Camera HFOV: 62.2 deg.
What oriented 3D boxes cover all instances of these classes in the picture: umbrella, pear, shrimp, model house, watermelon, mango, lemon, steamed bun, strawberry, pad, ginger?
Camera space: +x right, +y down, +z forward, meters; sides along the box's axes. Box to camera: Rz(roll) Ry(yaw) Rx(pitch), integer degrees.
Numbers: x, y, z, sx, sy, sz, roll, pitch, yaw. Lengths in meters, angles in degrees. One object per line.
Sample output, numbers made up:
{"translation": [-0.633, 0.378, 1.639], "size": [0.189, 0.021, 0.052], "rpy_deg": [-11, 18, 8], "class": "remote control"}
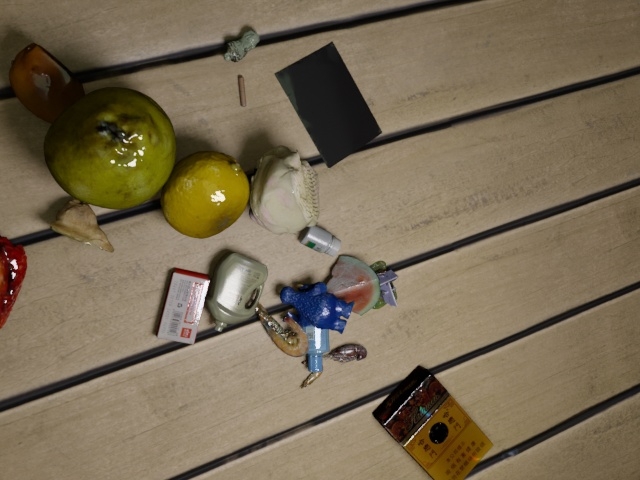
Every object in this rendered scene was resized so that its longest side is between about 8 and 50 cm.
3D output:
{"translation": [-0.257, -0.628, 1.722], "size": [0.143, 0.062, 0.067], "rpy_deg": [-42, 135, -18], "class": "umbrella"}
{"translation": [-0.572, -0.250, 1.475], "size": [0.351, 0.413, 0.352], "rpy_deg": [-6, 101, -29], "class": "pear"}
{"translation": [-0.044, 0.464, 1.867], "size": [0.083, 0.023, 0.114], "rpy_deg": [47, 74, -11], "class": "shrimp"}
{"translation": [0.225, 0.165, 1.899], "size": [0.117, 0.088, 0.167], "rpy_deg": [-21, 99, -16], "class": "model house"}
{"translation": [0.102, 0.170, 1.864], "size": [0.202, 0.136, 0.207], "rpy_deg": [-2, 116, -3], "class": "watermelon"}
{"translation": [-0.781, -0.435, 1.534], "size": [0.166, 0.136, 0.236], "rpy_deg": [-44, 109, 4], "class": "mango"}
{"translation": [0.086, 0.406, 1.886], "size": [0.165, 0.056, 0.065], "rpy_deg": [-10, 114, -6], "class": "shrimp"}
{"translation": [-0.131, 0.291, 1.787], "size": [0.251, 0.143, 0.052], "rpy_deg": [47, 37, -9], "class": "shrimp"}
{"translation": [-0.351, -0.138, 1.611], "size": [0.260, 0.284, 0.261], "rpy_deg": [15, 60, -28], "class": "lemon"}
{"translation": [-0.123, -0.146, 1.676], "size": [0.206, 0.320, 0.275], "rpy_deg": [-13, 74, 16], "class": "steamed bun"}
{"translation": [-0.933, 0.101, 1.511], "size": [0.253, 0.150, 0.280], "rpy_deg": [-27, 103, 7], "class": "strawberry"}
{"translation": [0.034, -0.471, 1.850], "size": [0.247, 0.007, 0.368], "rpy_deg": [-34, 102, -12], "class": "pad"}
{"translation": [-0.698, -0.042, 1.599], "size": [0.193, 0.115, 0.123], "rpy_deg": [33, 67, -27], "class": "ginger"}

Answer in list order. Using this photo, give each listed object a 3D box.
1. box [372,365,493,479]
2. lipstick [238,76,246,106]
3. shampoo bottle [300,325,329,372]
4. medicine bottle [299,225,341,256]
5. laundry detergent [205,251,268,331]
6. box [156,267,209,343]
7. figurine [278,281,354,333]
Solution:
{"translation": [0.417, 0.702, 1.975], "size": [0.264, 0.116, 0.415], "rpy_deg": [-42, 104, -10], "class": "box"}
{"translation": [-0.257, -0.490, 1.750], "size": [0.019, 0.019, 0.094], "rpy_deg": [-6, 96, -17], "class": "lipstick"}
{"translation": [-0.020, 0.325, 1.838], "size": [0.103, 0.061, 0.259], "rpy_deg": [0, 90, -5], "class": "shampoo bottle"}
{"translation": [0.000, 0.000, 1.824], "size": [0.130, 0.080, 0.080], "rpy_deg": [27, 85, -17], "class": "medicine bottle"}
{"translation": [-0.282, 0.175, 1.731], "size": [0.181, 0.091, 0.253], "rpy_deg": [25, 80, -26], "class": "laundry detergent"}
{"translation": [-0.443, 0.212, 1.714], "size": [0.122, 0.050, 0.229], "rpy_deg": [14, 88, -19], "class": "box"}
{"translation": [-0.023, 0.217, 1.742], "size": [0.262, 0.120, 0.164], "rpy_deg": [8, 96, 13], "class": "figurine"}
